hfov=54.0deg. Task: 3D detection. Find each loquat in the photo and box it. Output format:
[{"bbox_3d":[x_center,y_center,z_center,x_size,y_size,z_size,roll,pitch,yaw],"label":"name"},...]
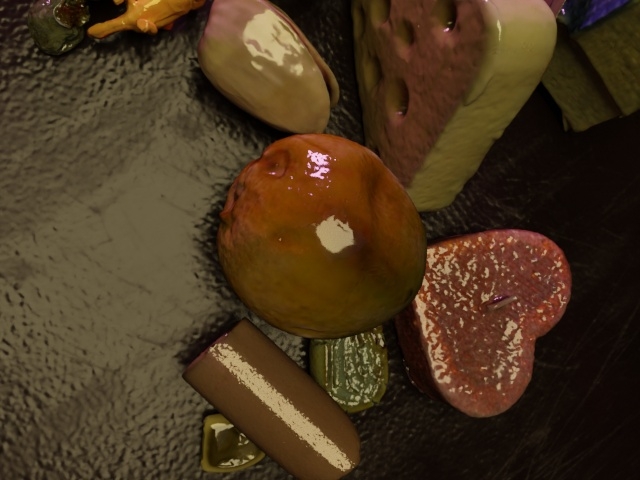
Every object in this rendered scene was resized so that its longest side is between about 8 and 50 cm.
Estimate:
[{"bbox_3d":[0.000,0.000,0.866,0.284,0.276,0.275,27,80,-36],"label":"loquat"}]

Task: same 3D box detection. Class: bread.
[{"bbox_3d":[0.043,0.183,0.961,0.118,0.064,0.156,-7,91,-18],"label":"bread"}]

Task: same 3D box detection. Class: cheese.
[{"bbox_3d":[-0.094,0.299,0.930,0.163,0.036,0.086,5,87,-16],"label":"cheese"},{"bbox_3d":[0.144,-0.262,0.921,0.104,0.384,0.383,-8,90,-23],"label":"cheese"}]

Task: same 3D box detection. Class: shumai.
[{"bbox_3d":[-0.360,-0.302,0.854,0.082,0.080,0.083,24,82,-13],"label":"shumai"}]

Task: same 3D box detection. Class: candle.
[{"bbox_3d":[0.241,0.097,0.993,0.287,0.131,0.316,36,77,-9],"label":"candle"}]

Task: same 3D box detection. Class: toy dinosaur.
[{"bbox_3d":[-0.195,-0.349,0.889,0.288,0.117,0.070,-25,108,-1],"label":"toy dinosaur"}]

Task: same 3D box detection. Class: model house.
[{"bbox_3d":[0.488,-0.367,0.998,0.266,0.321,0.261,46,70,-8],"label":"model house"}]

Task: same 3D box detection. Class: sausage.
[{"bbox_3d":[-0.061,0.231,0.878,0.253,0.123,0.123,44,77,1],"label":"sausage"}]

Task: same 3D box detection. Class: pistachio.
[{"bbox_3d":[-0.070,-0.250,0.899,0.229,0.157,0.157,41,77,-19],"label":"pistachio"}]

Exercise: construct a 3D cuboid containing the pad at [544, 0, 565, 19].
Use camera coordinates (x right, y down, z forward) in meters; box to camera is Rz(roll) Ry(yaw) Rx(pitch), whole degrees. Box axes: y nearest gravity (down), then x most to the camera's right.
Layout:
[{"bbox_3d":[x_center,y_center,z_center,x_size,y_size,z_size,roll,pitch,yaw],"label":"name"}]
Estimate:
[{"bbox_3d":[0.302,-0.366,0.978,0.003,0.158,0.234,5,119,-43],"label":"pad"}]
